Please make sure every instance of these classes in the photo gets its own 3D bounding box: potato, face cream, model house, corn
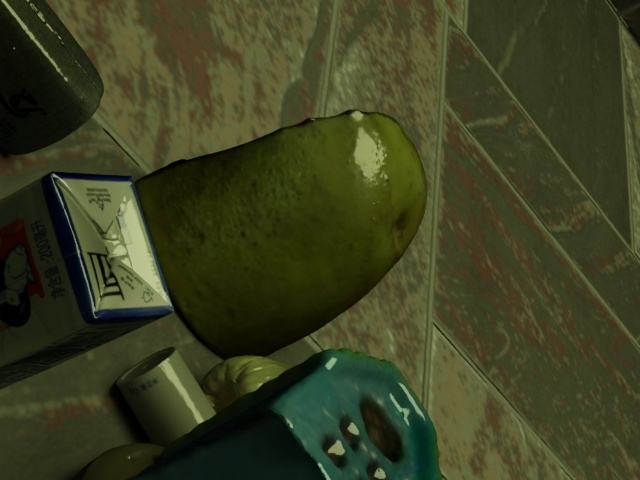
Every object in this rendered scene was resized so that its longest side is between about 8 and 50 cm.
[{"bbox_3d":[0.000,0.000,2.148,0.330,0.280,0.212,20,49,-57],"label":"potato"},{"bbox_3d":[-0.122,0.237,1.944,0.250,0.077,0.077,61,27,-10],"label":"face cream"},{"bbox_3d":[-0.033,0.235,1.727,0.215,0.237,0.303,55,26,-6],"label":"model house"},{"bbox_3d":[-0.023,0.196,2.112,0.305,0.123,0.122,16,53,-58],"label":"corn"}]

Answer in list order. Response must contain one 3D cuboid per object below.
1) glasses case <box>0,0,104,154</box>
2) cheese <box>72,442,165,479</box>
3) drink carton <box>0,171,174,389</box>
[{"bbox_3d":[-0.355,-0.233,1.844,0.323,0.131,0.074,53,32,-25],"label":"glasses case"},{"bbox_3d":[-0.180,0.290,1.781,0.175,0.091,0.202,62,29,-2],"label":"cheese"},{"bbox_3d":[-0.285,0.057,1.527,0.106,0.315,0.130,0,69,-57],"label":"drink carton"}]
